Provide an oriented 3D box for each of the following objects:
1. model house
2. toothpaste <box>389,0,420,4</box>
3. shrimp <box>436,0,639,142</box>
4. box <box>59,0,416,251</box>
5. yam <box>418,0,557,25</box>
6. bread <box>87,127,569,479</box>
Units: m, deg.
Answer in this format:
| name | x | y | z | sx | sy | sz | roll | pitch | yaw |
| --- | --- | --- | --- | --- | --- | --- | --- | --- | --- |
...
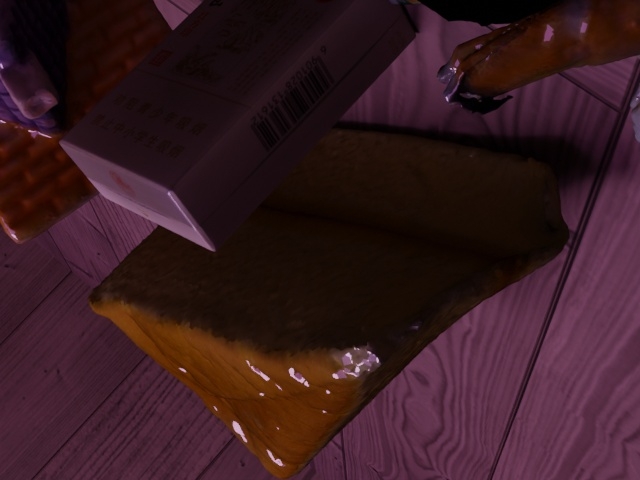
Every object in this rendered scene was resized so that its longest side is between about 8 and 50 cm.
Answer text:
| name | x | y | z | sx | sy | sz | roll | pitch | yaw |
| --- | --- | --- | --- | --- | --- | --- | --- | --- | --- |
| model house | -0.206 | -0.159 | 0.892 | 0.237 | 0.202 | 0.237 | 53 | 167 | 19 |
| toothpaste | 0.082 | -0.146 | 0.667 | 0.049 | 0.031 | 0.204 | 51 | 163 | -28 |
| shrimp | 0.130 | -0.068 | 0.550 | 0.161 | 0.166 | 0.049 | 92 | 161 | -69 |
| box | -0.054 | -0.098 | 0.796 | 0.141 | 0.201 | 0.058 | 22 | 155 | 46 |
| yam | 0.080 | -0.186 | 0.416 | 0.131 | 0.131 | 0.280 | 38 | 165 | 14 |
| bread | 0.000 | 0.000 | 0.885 | 0.245 | 0.233 | 0.362 | 43 | 159 | 4 |
